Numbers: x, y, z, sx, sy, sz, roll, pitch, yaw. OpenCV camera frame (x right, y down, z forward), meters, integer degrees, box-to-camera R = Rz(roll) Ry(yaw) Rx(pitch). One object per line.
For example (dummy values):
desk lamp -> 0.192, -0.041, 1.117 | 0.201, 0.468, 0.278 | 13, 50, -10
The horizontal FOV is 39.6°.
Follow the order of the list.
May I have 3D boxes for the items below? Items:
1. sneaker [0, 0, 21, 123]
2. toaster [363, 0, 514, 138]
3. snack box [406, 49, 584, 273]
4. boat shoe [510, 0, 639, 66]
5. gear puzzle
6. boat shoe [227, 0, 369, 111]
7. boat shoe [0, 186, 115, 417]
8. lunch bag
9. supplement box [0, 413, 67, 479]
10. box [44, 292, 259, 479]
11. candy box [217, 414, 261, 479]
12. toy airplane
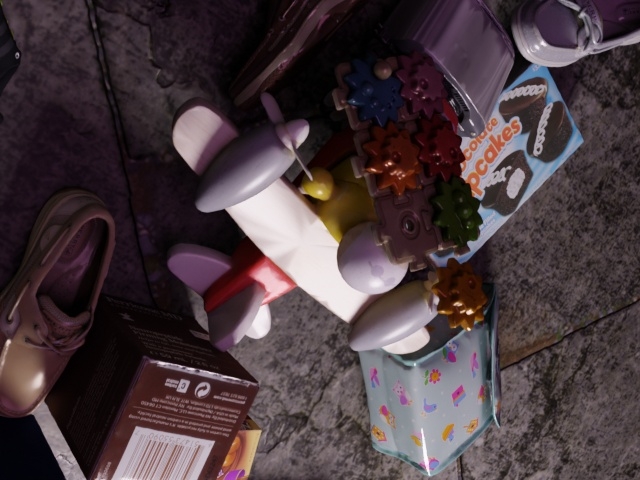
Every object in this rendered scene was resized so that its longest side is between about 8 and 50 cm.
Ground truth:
sneaker -> -0.367, -0.221, 0.942 | 0.097, 0.084, 0.234 | -9, 118, -55
toaster -> 0.162, -0.254, 1.204 | 0.227, 0.129, 0.146 | 43, 68, -32
snack box -> 0.250, -0.115, 1.367 | 0.322, 0.060, 0.187 | -45, 125, -8
boat shoe -> 0.418, -0.339, 1.329 | 0.320, 0.103, 0.118 | -13, 85, -30
gear puzzle -> 0.125, -0.057, 1.027 | 0.175, 0.044, 0.339 | -16, 89, -40
boat shoe -> -0.033, -0.278, 1.120 | 0.257, 0.095, 0.095 | -44, 88, 3
boat shoe -> -0.326, 0.088, 1.068 | 0.109, 0.098, 0.302 | 19, 99, -36
lunch bag -> 0.203, 0.206, 1.417 | 0.262, 0.160, 0.223 | -25, 119, -34
supplement box -> -0.455, 0.406, 1.060 | 0.195, 0.194, 0.356 | 10, 104, -35
box -> -0.216, 0.192, 1.115 | 0.168, 0.203, 0.167 | 20, 98, -37
candy box -> -0.166, 0.350, 1.308 | 0.109, 0.053, 0.186 | 8, 104, -34
toy airplane -> 0.000, 0.000, 1.116 | 0.386, 0.272, 0.384 | -6, 115, -26
